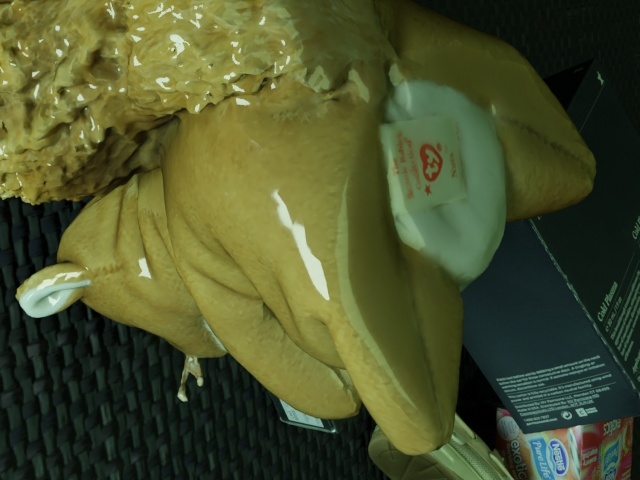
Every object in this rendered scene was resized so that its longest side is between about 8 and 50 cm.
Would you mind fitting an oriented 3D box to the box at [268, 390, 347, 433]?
[{"bbox_3d":[0.000,0.000,1.114,0.242,0.076,0.307,-49,130,-39],"label":"box"}]

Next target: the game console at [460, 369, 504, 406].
[{"bbox_3d":[0.268,0.208,1.478,0.107,0.122,0.071,44,59,-48],"label":"game console"}]

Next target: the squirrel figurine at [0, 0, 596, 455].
[{"bbox_3d":[-0.080,-0.053,0.773,0.397,0.370,0.281,49,54,-28],"label":"squirrel figurine"}]

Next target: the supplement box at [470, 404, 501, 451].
[{"bbox_3d":[0.245,0.267,1.519,0.055,0.043,0.083,-54,133,-37],"label":"supplement box"}]

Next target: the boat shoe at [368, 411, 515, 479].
[{"bbox_3d":[0.190,0.298,1.347,0.341,0.121,0.110,51,44,-31],"label":"boat shoe"}]

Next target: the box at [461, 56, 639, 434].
[{"bbox_3d":[0.298,0.003,1.369,0.312,0.179,0.343,56,42,-18],"label":"box"}]

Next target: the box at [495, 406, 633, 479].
[{"bbox_3d":[0.339,0.282,1.508,0.257,0.122,0.128,1,92,-60],"label":"box"}]
